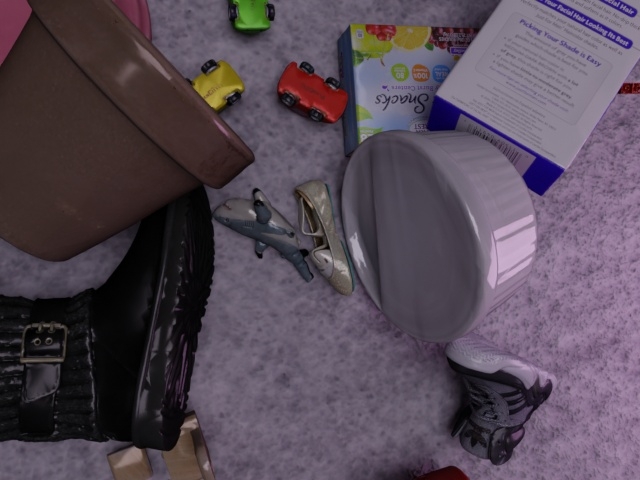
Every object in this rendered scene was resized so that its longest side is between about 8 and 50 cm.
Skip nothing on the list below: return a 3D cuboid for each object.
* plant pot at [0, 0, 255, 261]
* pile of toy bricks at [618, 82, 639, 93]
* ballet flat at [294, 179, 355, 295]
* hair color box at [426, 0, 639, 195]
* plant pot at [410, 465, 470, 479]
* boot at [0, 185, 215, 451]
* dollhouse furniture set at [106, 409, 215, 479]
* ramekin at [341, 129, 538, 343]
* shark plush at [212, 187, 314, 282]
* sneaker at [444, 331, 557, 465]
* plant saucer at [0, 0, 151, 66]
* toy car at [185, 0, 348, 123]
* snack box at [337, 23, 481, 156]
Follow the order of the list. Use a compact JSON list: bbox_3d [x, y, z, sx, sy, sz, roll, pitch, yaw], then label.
[{"bbox_3d":[-0.234,-0.104,0.593,0.229,0.263,0.263,-44,100,2],"label":"plant pot"},{"bbox_3d":[0.385,-0.269,0.889,0.212,0.105,0.118,1,104,6],"label":"pile of toy bricks"},{"bbox_3d":[0.000,0.000,0.797,0.052,0.057,0.168,-12,83,-26],"label":"ballet flat"},{"bbox_3d":[0.310,-0.251,0.761,0.185,0.110,0.339,34,82,11],"label":"hair color box"},{"bbox_3d":[0.132,0.414,0.756,0.174,0.191,0.191,-12,92,-10],"label":"plant pot"},{"bbox_3d":[-0.277,0.070,0.685,0.260,0.131,0.348,5,67,4],"label":"boot"},{"bbox_3d":[-0.263,0.410,0.655,0.355,0.174,0.303,-18,93,-15],"label":"dollhouse furniture set"},{"bbox_3d":[0.150,-0.017,0.740,0.127,0.273,0.273,-18,93,-27],"label":"ramekin"},{"bbox_3d":[-0.070,-0.005,0.797,0.067,0.073,0.161,-42,121,7],"label":"shark plush"},{"bbox_3d":[0.230,0.222,0.792,0.268,0.101,0.153,28,89,-46],"label":"sneaker"},{"bbox_3d":[-0.374,-0.268,0.689,0.332,0.084,0.332,0,88,-14],"label":"plant saucer"},{"bbox_3d":[-0.090,-0.262,0.782,0.239,0.053,0.225,-6,90,-16],"label":"toy car"},{"bbox_3d":[0.135,-0.212,0.832,0.207,0.070,0.175,-3,90,-14],"label":"snack box"}]
